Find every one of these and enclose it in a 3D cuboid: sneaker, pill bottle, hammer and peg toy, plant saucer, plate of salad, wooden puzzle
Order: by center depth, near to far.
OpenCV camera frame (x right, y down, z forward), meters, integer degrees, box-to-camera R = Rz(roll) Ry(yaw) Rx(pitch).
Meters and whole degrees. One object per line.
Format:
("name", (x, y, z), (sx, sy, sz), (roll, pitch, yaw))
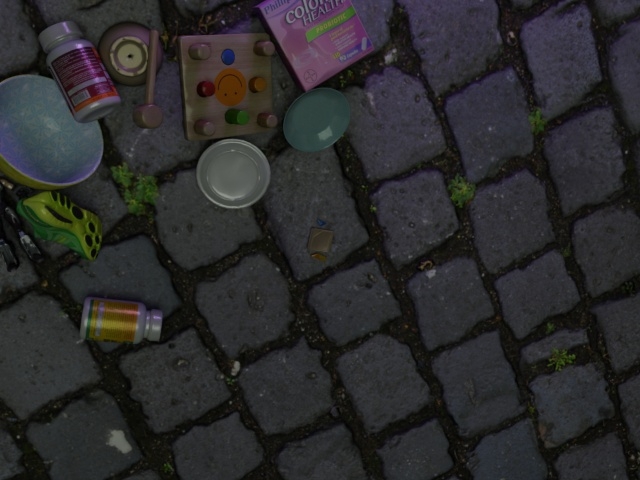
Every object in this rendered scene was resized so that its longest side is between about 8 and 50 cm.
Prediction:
("pill bottle", (-0.581, -0.405, 1.746), (0.121, 0.121, 0.221), (-26, 93, -5))
("hammer and peg toy", (-0.275, -0.382, 1.788), (0.362, 0.127, 0.265), (-12, 111, -34))
("sneaker", (-0.651, -0.041, 1.836), (0.124, 0.109, 0.295), (2, 153, 17))
("plant saucer", (-0.014, -0.331, 1.957), (0.195, 0.037, 0.194), (-14, 133, -16))
("plate of salad", (-0.235, -0.181, 1.965), (0.200, 0.048, 0.199), (-2, 113, -4))
("pill bottle", (-0.542, 0.221, 1.977), (0.209, 0.117, 0.117), (8, 105, -17))
("wooden puzzle", (0.000, 0.000, 2.098), (0.079, 0.014, 0.116), (15, 103, -22))

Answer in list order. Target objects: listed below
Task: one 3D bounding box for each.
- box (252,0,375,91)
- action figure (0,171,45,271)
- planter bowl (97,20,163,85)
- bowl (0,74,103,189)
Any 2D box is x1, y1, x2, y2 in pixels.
("box", (-0.017, -0.544, 1.868), (0.214, 0.117, 0.242), (-31, 111, -3))
("action figure", (-0.804, -0.065, 1.831), (0.186, 0.099, 0.284), (-24, 113, -10))
("planter bowl", (-0.468, -0.456, 1.788), (0.162, 0.109, 0.161), (-4, 108, -13))
("bowl", (-0.695, -0.239, 1.757), (0.156, 0.289, 0.289), (-24, 119, 41))
